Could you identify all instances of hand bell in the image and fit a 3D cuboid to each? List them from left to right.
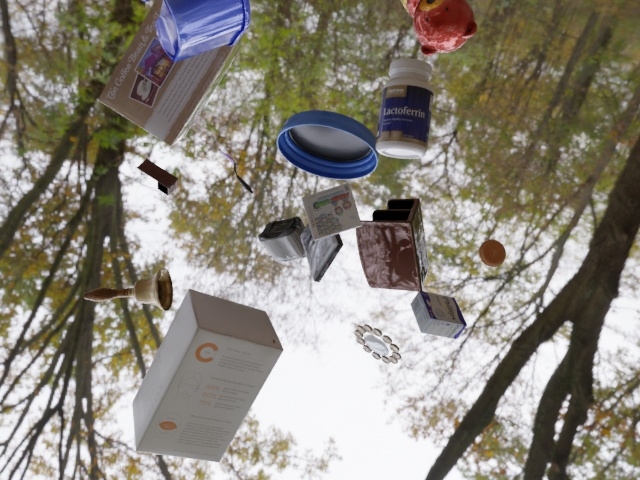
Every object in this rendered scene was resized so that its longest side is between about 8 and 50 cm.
[{"bbox_3d":[-0.560,0.149,1.619,0.241,0.126,0.126,-5,-153,4],"label":"hand bell"}]

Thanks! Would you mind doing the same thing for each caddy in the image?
[{"bbox_3d":[-0.226,-0.470,1.015,0.179,0.242,0.341,-27,-166,-14],"label":"caddy"}]

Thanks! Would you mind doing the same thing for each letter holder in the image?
[{"bbox_3d":[0.256,0.017,2.018,0.214,0.302,0.152,1,-144,23],"label":"letter holder"}]

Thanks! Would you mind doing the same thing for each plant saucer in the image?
[{"bbox_3d":[0.511,0.037,1.672,0.083,0.084,0.013,12,168,-6],"label":"plant saucer"}]

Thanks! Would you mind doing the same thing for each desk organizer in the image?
[{"bbox_3d":[-0.526,-0.204,1.820,0.130,0.047,0.050,32,-126,6],"label":"desk organizer"}]

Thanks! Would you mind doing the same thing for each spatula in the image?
[{"bbox_3d":[-0.342,-0.280,2.321,0.296,0.030,0.084,56,-176,37],"label":"spatula"}]

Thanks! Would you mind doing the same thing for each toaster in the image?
[{"bbox_3d":[-0.129,-0.002,2.274,0.226,0.147,0.129,-11,-147,35],"label":"toaster"}]

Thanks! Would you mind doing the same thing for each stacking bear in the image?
[{"bbox_3d":[0.215,-0.487,1.068,0.175,0.289,0.164,-15,157,21],"label":"stacking bear"}]

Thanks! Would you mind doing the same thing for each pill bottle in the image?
[{"bbox_3d":[0.251,-0.384,1.659,0.153,0.265,0.153,7,177,0],"label":"pill bottle"}]

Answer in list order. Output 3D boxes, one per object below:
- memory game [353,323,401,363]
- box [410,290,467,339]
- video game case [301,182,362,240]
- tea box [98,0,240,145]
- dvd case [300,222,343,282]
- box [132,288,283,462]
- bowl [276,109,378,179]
[{"bbox_3d":[0.191,0.348,1.892,0.186,0.186,0.012,27,-125,22],"label":"memory game"},{"bbox_3d":[0.370,0.233,1.776,0.137,0.072,0.126,13,-145,-21],"label":"box"},{"bbox_3d":[0.034,-0.089,1.748,0.157,0.143,0.019,-17,170,5],"label":"video game case"},{"bbox_3d":[-0.396,-0.464,1.543,0.219,0.329,0.323,32,-170,-13],"label":"tea box"},{"bbox_3d":[0.000,0.000,1.947,0.029,0.179,0.239,14,-145,-27],"label":"dvd case"},{"bbox_3d":[-0.272,0.321,1.326,0.214,0.346,0.168,21,-164,-29],"label":"box"},{"bbox_3d":[0.032,-0.356,2.127,0.390,0.391,0.077,14,-110,-2],"label":"bowl"}]
